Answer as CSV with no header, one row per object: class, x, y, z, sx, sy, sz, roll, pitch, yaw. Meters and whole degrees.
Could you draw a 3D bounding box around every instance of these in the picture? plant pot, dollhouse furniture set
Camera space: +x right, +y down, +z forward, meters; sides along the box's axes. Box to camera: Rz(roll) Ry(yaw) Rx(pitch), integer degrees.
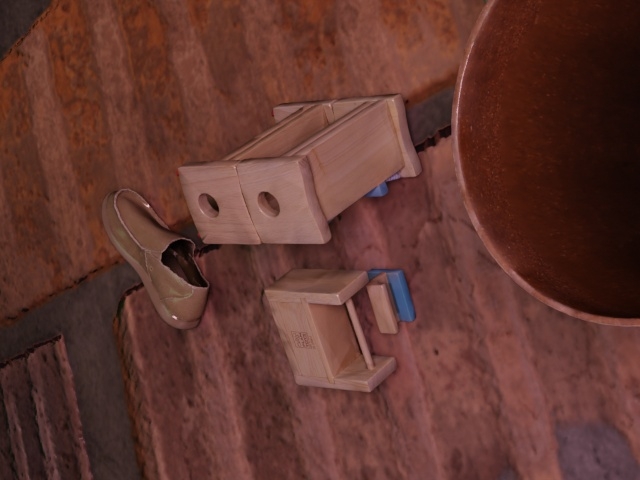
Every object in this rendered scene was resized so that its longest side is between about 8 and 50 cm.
plant pot,0.227,-0.060,0.763,0.215,0.230,0.215,-3,85,41
dollhouse furniture set,0.000,0.000,1.054,0.129,0.129,0.184,1,117,42

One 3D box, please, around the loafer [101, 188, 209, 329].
loafer,-0.138,0.008,1.197,0.050,0.056,0.148,-46,69,28
